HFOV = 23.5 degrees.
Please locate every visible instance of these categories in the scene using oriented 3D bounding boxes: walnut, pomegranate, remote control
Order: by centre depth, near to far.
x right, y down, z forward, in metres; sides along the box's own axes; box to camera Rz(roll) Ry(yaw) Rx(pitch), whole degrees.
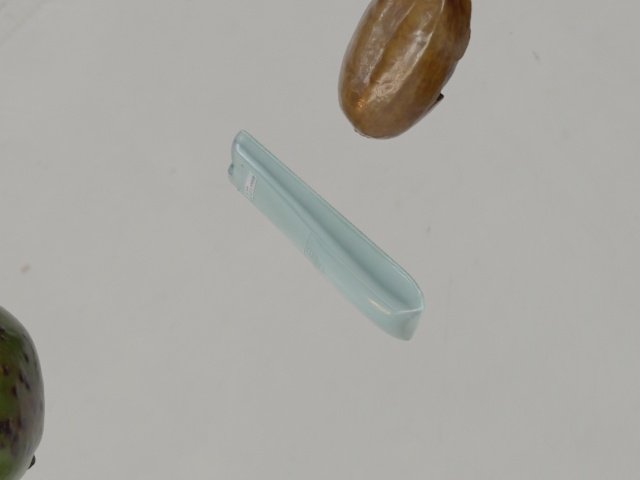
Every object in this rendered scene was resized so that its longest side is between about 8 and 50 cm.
[{"bbox_3d":[-0.330,0.124,1.176,0.247,0.202,0.202,27,101,-25],"label":"pomegranate"},{"bbox_3d":[0.085,-0.188,1.497,0.115,0.116,0.207,26,120,3],"label":"walnut"},{"bbox_3d":[0.000,-0.001,1.726,0.051,0.103,0.293,-40,75,-23],"label":"remote control"}]
